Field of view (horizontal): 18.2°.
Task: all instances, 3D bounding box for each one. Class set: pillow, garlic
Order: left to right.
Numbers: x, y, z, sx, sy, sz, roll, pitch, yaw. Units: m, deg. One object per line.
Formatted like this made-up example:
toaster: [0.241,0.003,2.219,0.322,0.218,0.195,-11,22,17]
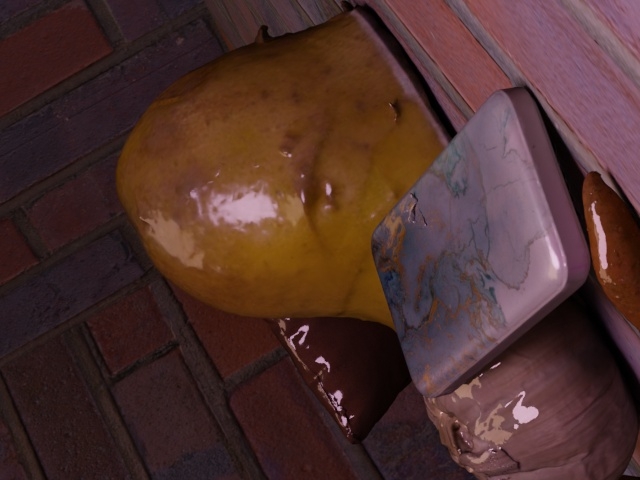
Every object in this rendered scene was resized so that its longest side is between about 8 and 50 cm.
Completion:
pillow: [0.014,0.018,2.039,0.308,0.108,0.305,51,-141,0]
garlic: [0.157,0.114,1.583,0.228,0.152,0.228,60,-177,-5]

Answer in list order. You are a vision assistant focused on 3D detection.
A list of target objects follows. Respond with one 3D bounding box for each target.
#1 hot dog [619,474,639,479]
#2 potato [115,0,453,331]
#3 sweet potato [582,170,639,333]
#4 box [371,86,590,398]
hot dog: [0.303,0.337,1.608,0.349,0.117,0.158,56,176,48]
potato: [0.000,0.000,1.830,0.397,0.296,0.290,62,179,2]
sweet potato: [0.201,0.040,1.212,0.179,0.044,0.044,61,177,-2]
box: [0.106,0.008,1.403,0.285,0.044,0.142,129,125,-63]
